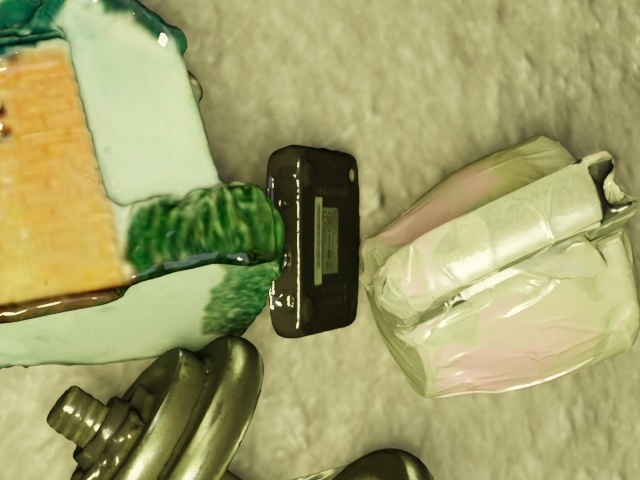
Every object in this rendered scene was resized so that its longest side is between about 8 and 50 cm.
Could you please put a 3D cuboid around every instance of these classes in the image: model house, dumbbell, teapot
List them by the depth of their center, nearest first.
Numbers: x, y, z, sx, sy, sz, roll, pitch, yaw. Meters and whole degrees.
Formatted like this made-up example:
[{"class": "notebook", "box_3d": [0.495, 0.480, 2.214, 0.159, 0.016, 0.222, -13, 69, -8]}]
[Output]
[{"class": "model house", "box_3d": [-0.171, -0.071, 0.823, 0.253, 0.184, 0.291, -9, 80, -15]}, {"class": "dumbbell", "box_3d": [-0.044, 0.179, 0.840, 0.290, 0.192, 0.192, 36, 78, -14]}, {"class": "teapot", "box_3d": [0.120, 0.034, 0.898, 0.178, 0.221, 0.163, -23, 101, -8]}]

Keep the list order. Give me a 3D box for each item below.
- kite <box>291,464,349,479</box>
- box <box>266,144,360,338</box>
[{"class": "kite", "box_3d": [0.006, 0.280, 0.961, 0.127, 0.016, 0.229, -20, 94, -18]}, {"class": "box", "box_3d": [0.000, 0.000, 0.909, 0.027, 0.125, 0.126, -1, 91, 22]}]
